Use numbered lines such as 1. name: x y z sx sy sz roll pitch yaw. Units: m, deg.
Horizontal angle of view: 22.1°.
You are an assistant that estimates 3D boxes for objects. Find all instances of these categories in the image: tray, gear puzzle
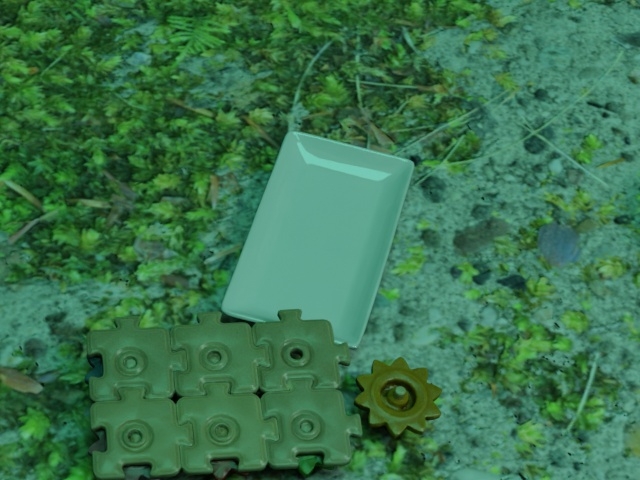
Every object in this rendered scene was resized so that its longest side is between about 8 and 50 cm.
1. tray: 0.000 0.000 1.699 0.145 0.030 0.270 15 49 4
2. gear puzzle: -0.052 0.149 1.554 0.339 0.044 0.175 -2 55 -10
